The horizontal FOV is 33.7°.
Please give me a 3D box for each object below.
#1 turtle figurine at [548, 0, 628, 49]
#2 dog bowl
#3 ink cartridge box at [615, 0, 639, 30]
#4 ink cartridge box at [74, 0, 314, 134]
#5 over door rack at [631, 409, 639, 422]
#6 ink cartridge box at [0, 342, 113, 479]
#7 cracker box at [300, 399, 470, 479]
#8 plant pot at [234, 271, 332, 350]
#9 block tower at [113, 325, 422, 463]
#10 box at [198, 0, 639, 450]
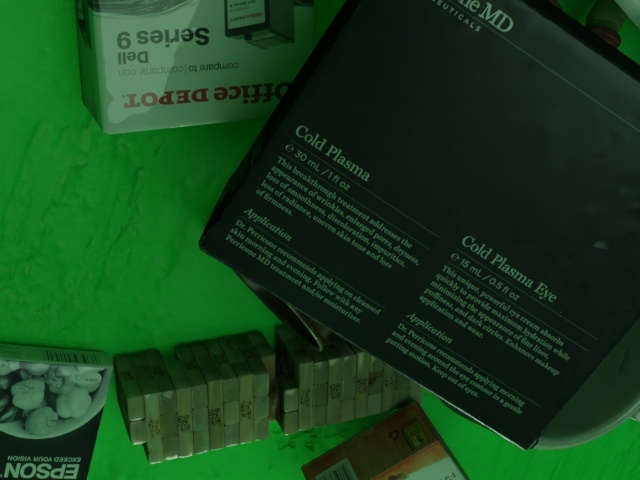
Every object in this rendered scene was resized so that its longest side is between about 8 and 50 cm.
[{"bbox_3d":[0.255,-0.172,1.101,0.266,0.197,0.274,-68,160,-7],"label":"turtle figurine"},{"bbox_3d":[0.297,0.101,1.302,0.348,0.102,0.349,-8,112,-19],"label":"dog bowl"},{"bbox_3d":[0.424,-0.310,1.147,0.239,0.060,0.275,37,63,-34],"label":"ink cartridge box"},{"bbox_3d":[-0.117,-0.256,0.975,0.211,0.121,0.289,-8,114,-19],"label":"ink cartridge box"},{"bbox_3d":[0.589,0.196,1.441,0.324,0.108,0.240,27,98,-8],"label":"over door rack"},{"bbox_3d":[-0.341,0.208,1.110,0.206,0.045,0.208,8,108,-25],"label":"ink cartridge box"},{"bbox_3d":[0.095,0.301,1.262,0.155,0.067,0.232,-31,139,2],"label":"cracker box"},{"bbox_3d":[0.000,0.000,1.111,0.165,0.167,0.167,-44,120,-9],"label":"plant pot"},{"bbox_3d":[-0.054,0.157,1.181,0.335,0.097,0.091,-8,117,-18],"label":"block tower"},{"bbox_3d":[0.129,-0.054,0.913,0.343,0.179,0.312,33,111,-8],"label":"box"}]
